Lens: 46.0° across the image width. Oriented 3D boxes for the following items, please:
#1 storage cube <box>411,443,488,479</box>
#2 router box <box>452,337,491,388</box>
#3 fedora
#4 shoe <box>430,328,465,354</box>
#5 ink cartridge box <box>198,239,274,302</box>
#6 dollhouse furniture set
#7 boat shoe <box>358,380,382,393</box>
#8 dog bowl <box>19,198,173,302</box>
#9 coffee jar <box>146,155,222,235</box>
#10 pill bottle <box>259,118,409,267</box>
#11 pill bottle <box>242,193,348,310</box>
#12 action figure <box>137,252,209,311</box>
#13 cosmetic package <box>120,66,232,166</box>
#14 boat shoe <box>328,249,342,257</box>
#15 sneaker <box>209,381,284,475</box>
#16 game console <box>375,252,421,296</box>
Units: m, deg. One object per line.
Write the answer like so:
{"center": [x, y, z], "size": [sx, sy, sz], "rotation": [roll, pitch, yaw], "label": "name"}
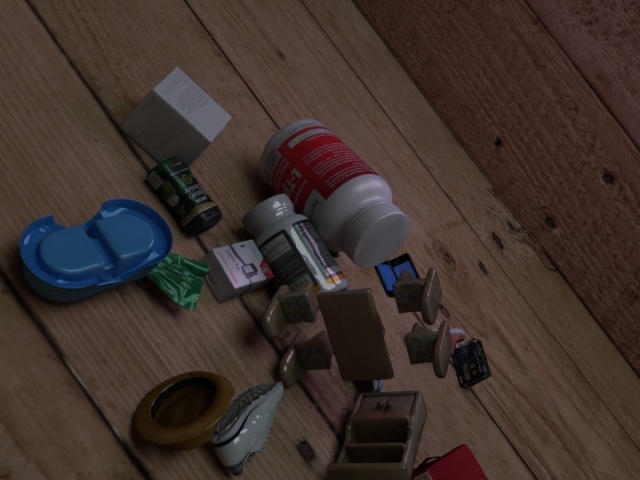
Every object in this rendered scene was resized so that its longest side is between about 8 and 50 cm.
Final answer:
{"center": [0.263, 0.594, 1.661], "size": [0.193, 0.184, 0.215], "rotation": [-7, 63, -53], "label": "storage cube"}
{"center": [0.439, 0.359, 2.203], "size": [0.038, 0.092, 0.122], "rotation": [25, 40, -35], "label": "router box"}
{"center": [-0.241, 0.320, 1.371], "size": [0.194, 0.194, 0.079], "rotation": [-61, 146, -56], "label": "fedora"}
{"center": [0.370, 0.306, 2.202], "size": [0.178, 0.063, 0.081], "rotation": [7, 54, -42], "label": "shoe"}
{"center": [-0.193, 0.068, 1.730], "size": [0.150, 0.063, 0.109], "rotation": [-16, 71, -56], "label": "ink cartridge box"}
{"center": [0.089, 0.296, 1.603], "size": [0.256, 0.362, 0.394], "rotation": [-59, 137, -58], "label": "dollhouse furniture set"}
{"center": [0.093, 0.309, 1.855], "size": [0.066, 0.066, 0.183], "rotation": [15, 37, -37], "label": "boat shoe"}
{"center": [-0.424, 0.021, 1.423], "size": [0.297, 0.074, 0.166], "rotation": [-21, 66, -44], "label": "dog bowl"}
{"center": [-0.311, -0.100, 1.737], "size": [0.184, 0.079, 0.096], "rotation": [53, 32, 2], "label": "coffee jar"}
{"center": [0.037, -0.120, 1.943], "size": [0.229, 0.229, 0.407], "rotation": [7, 32, -48], "label": "pill bottle"}
{"center": [-0.066, 0.037, 1.827], "size": [0.162, 0.162, 0.278], "rotation": [-15, 70, -56], "label": "pill bottle"}
{"center": [-0.351, 0.051, 1.551], "size": [0.232, 0.063, 0.137], "rotation": [29, 39, -20], "label": "action figure"}
{"center": [-0.344, -0.284, 1.810], "size": [0.184, 0.151, 0.151], "rotation": [43, 33, -13], "label": "cosmetic package"}
{"center": [0.000, 0.000, 2.065], "size": [0.142, 0.049, 0.040], "rotation": [47, 65, -10], "label": "boat shoe"}
{"center": [-0.136, 0.365, 1.502], "size": [0.094, 0.090, 0.235], "rotation": [61, 35, -8], "label": "sneaker"}
{"center": [0.231, 0.100, 2.227], "size": [0.122, 0.107, 0.071], "rotation": [68, 7, 23], "label": "game console"}
